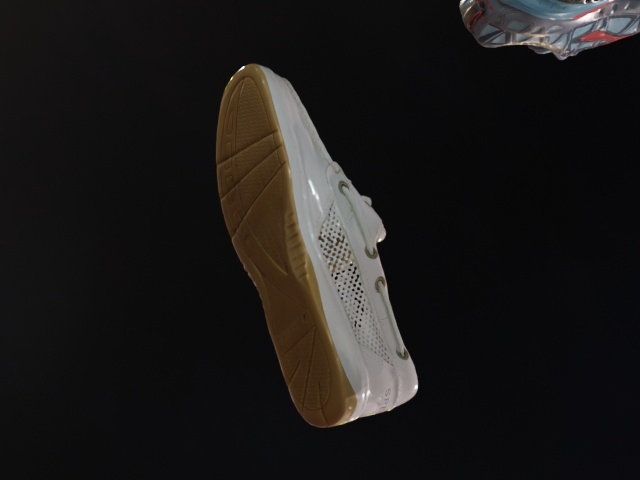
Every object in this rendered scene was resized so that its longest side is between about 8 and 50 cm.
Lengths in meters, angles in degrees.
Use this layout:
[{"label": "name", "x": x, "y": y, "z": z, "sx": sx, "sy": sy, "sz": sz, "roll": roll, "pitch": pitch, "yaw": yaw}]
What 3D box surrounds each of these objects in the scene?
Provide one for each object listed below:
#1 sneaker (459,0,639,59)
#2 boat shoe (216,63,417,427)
[{"label": "sneaker", "x": 0.213, "y": -0.205, "z": 1.429, "sx": 0.125, "sy": 0.262, "sz": 0.104, "roll": -36, "pitch": -112, "yaw": 45}, {"label": "boat shoe", "x": 0.000, "y": 0.000, "z": 1.314, "sx": 0.098, "sy": 0.096, "sz": 0.277, "roll": -35, "pitch": -113, "yaw": 54}]
